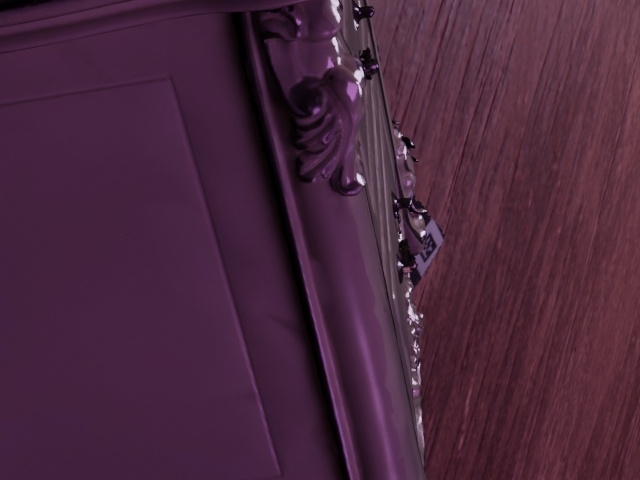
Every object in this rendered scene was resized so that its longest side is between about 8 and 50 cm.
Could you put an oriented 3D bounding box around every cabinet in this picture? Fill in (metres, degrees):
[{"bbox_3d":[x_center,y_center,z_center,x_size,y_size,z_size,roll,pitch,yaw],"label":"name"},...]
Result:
[{"bbox_3d":[-0.070,-0.028,0.653,0.290,0.228,0.318,-91,169,-54],"label":"cabinet"}]

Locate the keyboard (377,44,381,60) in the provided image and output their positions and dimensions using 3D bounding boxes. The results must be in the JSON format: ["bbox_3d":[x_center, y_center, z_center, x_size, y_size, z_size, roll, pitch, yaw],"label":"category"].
[{"bbox_3d":[-0.033,-0.146,0.918,0.093,0.025,0.230,-60,140,-16],"label":"keyboard"}]

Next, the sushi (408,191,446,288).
[{"bbox_3d":[0.000,0.000,1.004,0.139,0.031,0.201,-57,141,-14],"label":"sushi"}]
